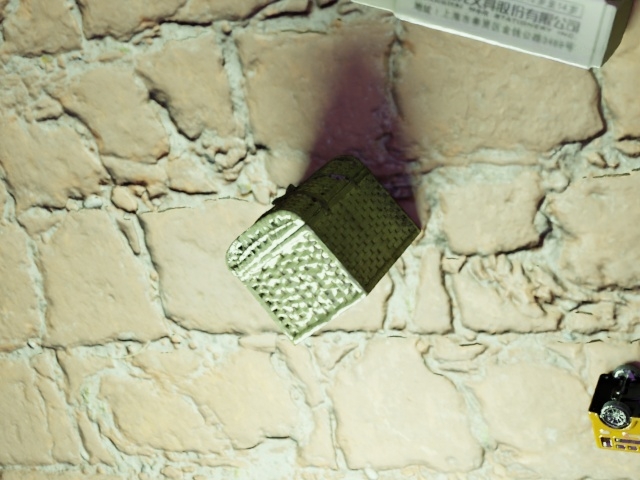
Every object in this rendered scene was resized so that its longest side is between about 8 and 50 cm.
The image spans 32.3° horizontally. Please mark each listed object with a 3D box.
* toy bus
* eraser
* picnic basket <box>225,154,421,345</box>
[{"bbox_3d":[0.424,0.209,1.312,0.194,0.083,0.088,2,123,28],"label":"toy bus"},{"bbox_3d":[0.183,-0.264,1.177,0.279,0.124,0.081,19,120,17],"label":"eraser"},{"bbox_3d":[0.000,0.000,1.347,0.134,0.196,0.154,-36,94,34],"label":"picnic basket"}]
